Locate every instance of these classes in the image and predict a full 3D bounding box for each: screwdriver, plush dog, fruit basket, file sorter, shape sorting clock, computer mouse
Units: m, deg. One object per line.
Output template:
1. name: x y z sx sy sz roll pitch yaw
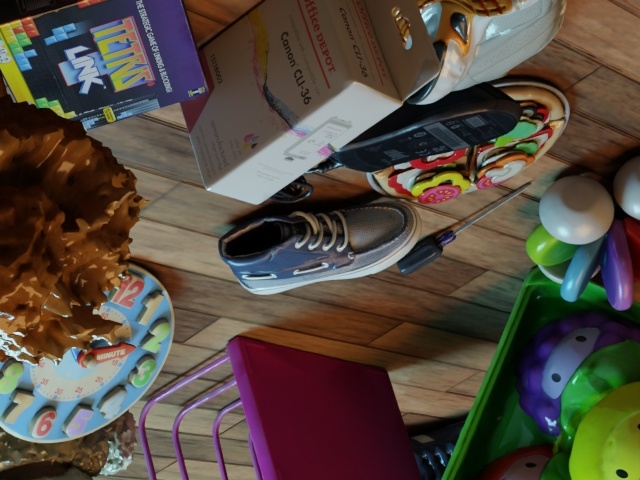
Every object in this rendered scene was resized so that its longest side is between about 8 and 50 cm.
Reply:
1. screwdriver: 0.150 -0.015 1.769 0.170 0.024 0.025 -34 -179 17
2. plush dog: -0.290 0.244 1.744 0.262 0.225 0.210 -8 153 -21
3. fruit basket: 0.301 0.233 1.881 0.283 0.392 0.392 24 147 -1
4. file sorter: -0.044 0.258 1.971 0.182 0.202 0.290 -31 152 28
5. shape sorting clock: -0.230 0.110 1.646 0.206 0.040 0.206 -21 128 -30
6. computer mouse: 0.029 -0.106 1.457 0.262 0.060 0.184 -17 162 25

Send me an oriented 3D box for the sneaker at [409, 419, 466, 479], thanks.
1. sneaker: 0.107 0.320 2.275 0.350 0.131 0.148 -20 159 4

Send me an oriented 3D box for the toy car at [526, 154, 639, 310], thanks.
1. toy car: 0.309 0.006 1.772 0.182 0.136 0.159 -16 155 -5

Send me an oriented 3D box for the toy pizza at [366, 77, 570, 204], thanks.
1. toy pizza: 0.142 -0.084 1.601 0.201 0.032 0.201 -15 154 -7

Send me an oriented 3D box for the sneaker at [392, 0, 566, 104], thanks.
1. sneaker: 0.153 -0.202 1.321 0.121 0.099 0.262 -12 163 -31

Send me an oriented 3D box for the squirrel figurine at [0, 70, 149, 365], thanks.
1. squirrel figurine: -0.258 -0.084 0.911 0.281 0.397 0.370 -20 146 -7

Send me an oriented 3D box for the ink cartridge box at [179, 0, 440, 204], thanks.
1. ink cartridge box: -0.014 -0.128 1.311 0.198 0.115 0.067 -34 150 27

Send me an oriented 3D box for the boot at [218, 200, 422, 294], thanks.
1. boot: 0.000 0.000 1.630 0.190 0.069 0.086 -20 157 9

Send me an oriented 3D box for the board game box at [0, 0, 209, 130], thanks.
1. board game box: -0.165 -0.146 1.253 0.141 0.048 0.170 -16 155 -1
